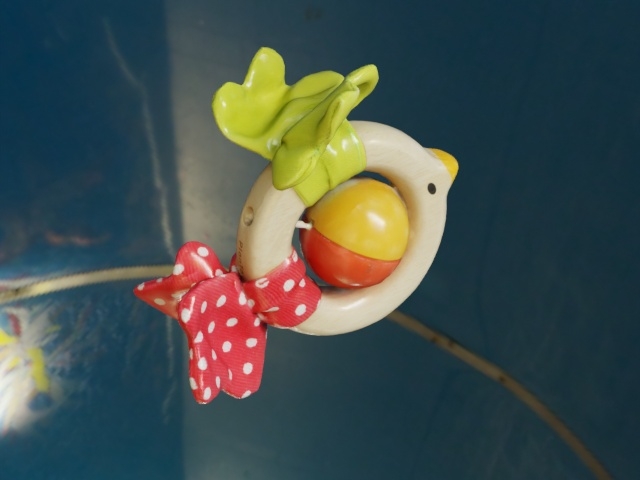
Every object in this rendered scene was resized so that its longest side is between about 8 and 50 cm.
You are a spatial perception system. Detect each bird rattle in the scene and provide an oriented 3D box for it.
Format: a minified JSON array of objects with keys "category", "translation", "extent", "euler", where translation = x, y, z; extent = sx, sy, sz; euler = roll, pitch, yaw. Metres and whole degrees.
[{"category":"bird rattle","translation":[0.000,0.000,0.715],"extent":[0.143,0.207,0.253],"euler":[29,-74,57]}]
